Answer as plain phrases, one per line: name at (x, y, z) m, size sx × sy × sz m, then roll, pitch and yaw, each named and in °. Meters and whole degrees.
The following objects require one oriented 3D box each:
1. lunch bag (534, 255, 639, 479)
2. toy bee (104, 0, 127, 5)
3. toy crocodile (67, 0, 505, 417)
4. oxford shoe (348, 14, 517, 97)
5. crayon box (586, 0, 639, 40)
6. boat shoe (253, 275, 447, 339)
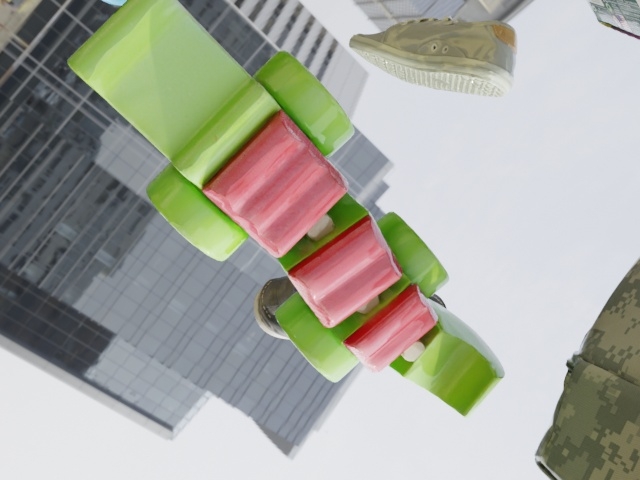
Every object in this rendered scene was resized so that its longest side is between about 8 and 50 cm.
lunch bag at (0.325, 0.111, 0.392) m, size 0.305 × 0.213 × 0.255 m, roll -150°, pitch -103°, yaw -78°
toy bee at (-0.141, -0.236, 0.386) m, size 0.298 × 0.195 × 0.162 m, roll -81°, pitch -166°, yaw -56°
toy crocodile at (0.000, 0.000, 0.375) m, size 0.115 × 0.340 × 0.105 m, roll -41°, pitch -149°, yaw -1°
oxford shoe at (0.227, -0.392, 1.256) m, size 0.449 × 0.169 × 0.130 m, roll 30°, pitch -80°, yaw 51°
crayon box at (0.566, -0.409, 0.837) m, size 0.313 × 0.106 × 0.363 m, roll -34°, pitch -160°, yaw 18°
boat shoe at (0.072, 0.101, 0.875) m, size 0.095 × 0.335 × 0.112 m, roll -34°, pitch -125°, yaw 52°
